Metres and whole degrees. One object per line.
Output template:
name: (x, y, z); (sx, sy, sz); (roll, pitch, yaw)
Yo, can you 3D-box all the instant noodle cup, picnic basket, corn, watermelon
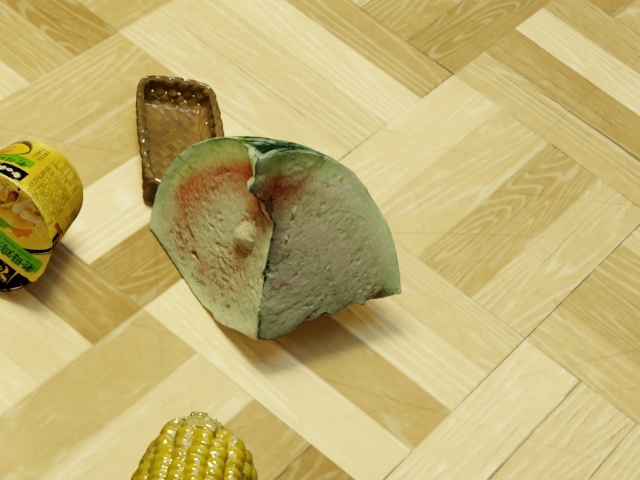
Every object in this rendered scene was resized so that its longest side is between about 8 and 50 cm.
instant noodle cup: (-0.341, -0.037, 1.933); (0.151, 0.151, 0.122); (26, 34, 4)
picnic basket: (-0.173, -0.117, 2.132); (0.110, 0.055, 0.193); (7, 46, -17)
corn: (-0.140, 0.309, 1.690); (0.130, 0.130, 0.347); (18, 47, -5)
watermelon: (-0.085, 0.004, 1.968); (0.289, 0.320, 0.214); (5, 66, 25)
